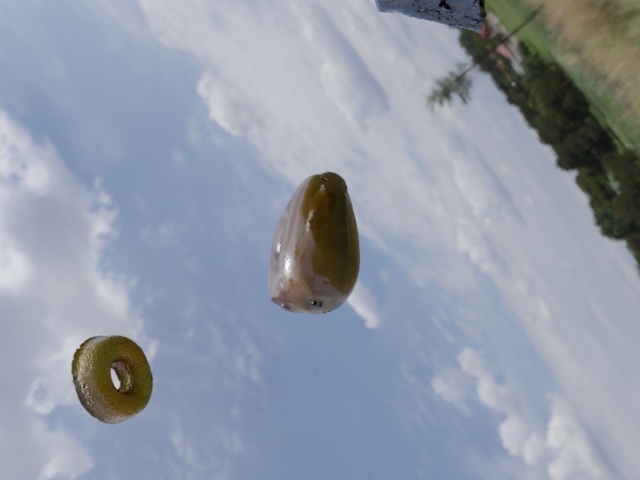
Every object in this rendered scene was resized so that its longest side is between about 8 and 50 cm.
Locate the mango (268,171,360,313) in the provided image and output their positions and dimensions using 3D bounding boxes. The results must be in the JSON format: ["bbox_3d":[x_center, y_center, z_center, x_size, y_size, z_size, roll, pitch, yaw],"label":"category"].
[{"bbox_3d":[0.000,0.000,1.438,0.136,0.166,0.236,6,-111,-16],"label":"mango"}]

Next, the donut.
[{"bbox_3d":[-0.339,0.226,1.456,0.152,0.058,0.152,28,-127,-45],"label":"donut"}]

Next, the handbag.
[{"bbox_3d":[0.154,-0.365,1.264,0.175,0.089,0.270,25,-174,13],"label":"handbag"}]
